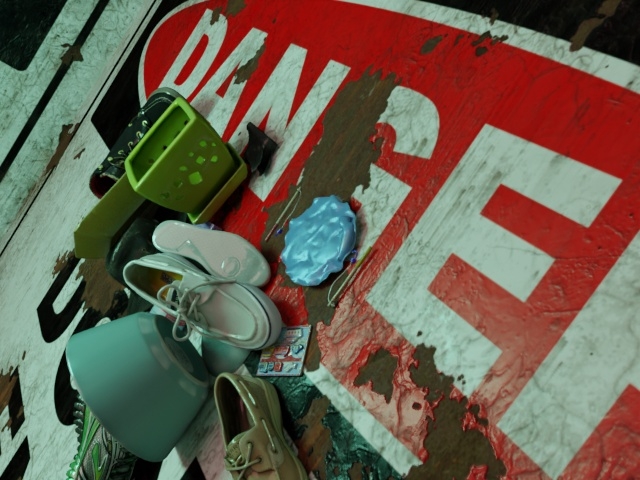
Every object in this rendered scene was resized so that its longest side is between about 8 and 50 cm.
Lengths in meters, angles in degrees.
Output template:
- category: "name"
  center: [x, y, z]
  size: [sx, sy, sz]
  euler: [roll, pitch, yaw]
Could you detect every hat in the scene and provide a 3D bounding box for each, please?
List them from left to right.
- category: "hat"
  center: [-0.473, 0.035, 1.718]
  size: [0.331, 0.134, 0.331]
  euler: [-39, 34, 34]

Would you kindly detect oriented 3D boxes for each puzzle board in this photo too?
- category: "puzzle board"
  center: [-0.071, 0.209, 1.255]
  size: [0.128, 0.011, 0.096]
  euler: [-12, 58, 45]

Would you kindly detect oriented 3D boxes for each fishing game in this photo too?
- category: "fishing game"
  center: [0.000, 0.000, 1.288]
  size: [0.264, 0.041, 0.189]
  euler: [37, 97, 45]

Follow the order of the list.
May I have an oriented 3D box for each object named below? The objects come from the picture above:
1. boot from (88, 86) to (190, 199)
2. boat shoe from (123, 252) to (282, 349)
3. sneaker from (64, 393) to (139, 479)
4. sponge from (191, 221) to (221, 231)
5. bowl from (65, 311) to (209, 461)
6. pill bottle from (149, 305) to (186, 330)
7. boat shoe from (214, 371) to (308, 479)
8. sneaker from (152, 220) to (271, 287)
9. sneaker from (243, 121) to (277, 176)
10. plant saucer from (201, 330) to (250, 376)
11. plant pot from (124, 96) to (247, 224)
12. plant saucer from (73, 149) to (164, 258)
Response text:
- category: "boot"
  center: [-0.543, -0.278, 1.979]
  size: [0.377, 0.138, 0.284]
  euler: [-20, 38, 50]
- category: "boat shoe"
  center: [-0.254, 0.116, 1.300]
  size: [0.367, 0.156, 0.136]
  euler: [26, 106, 29]
- category: "sneaker"
  center: [-0.450, 0.471, 1.416]
  size: [0.146, 0.134, 0.343]
  euler: [-8, 75, 24]
- category: "sponge"
  center: [-0.325, 0.046, 1.650]
  size: [0.117, 0.031, 0.210]
  euler: [24, 86, 54]
- category: "bowl"
  center: [-0.341, 0.266, 1.339]
  size: [0.163, 0.311, 0.311]
  euler: [-38, 38, 0]
- category: "pill bottle"
  center: [-0.380, 0.217, 1.556]
  size: [0.160, 0.087, 0.087]
  euler: [-57, 36, 7]
- category: "boat shoe"
  center: [-0.114, 0.369, 1.115]
  size: [0.121, 0.110, 0.341]
  euler: [-48, 38, 17]
- category: "sneaker"
  center: [-0.219, 0.043, 1.477]
  size: [0.296, 0.147, 0.104]
  euler: [19, 78, 22]
- category: "sneaker"
  center: [-0.161, -0.225, 1.618]
  size: [0.089, 0.051, 0.170]
  euler: [-51, 40, 5]
- category: "plant saucer"
  center: [-0.203, 0.190, 1.404]
  size: [0.195, 0.037, 0.195]
  euler: [-30, 46, 37]
- category: "plant pot"
  center: [-0.320, -0.185, 1.628]
  size: [0.228, 0.207, 0.227]
  euler: [-49, 31, 5]
- category: "plant saucer"
  center: [-0.534, -0.089, 1.825]
  size: [0.333, 0.081, 0.333]
  euler: [-55, 7, -22]
